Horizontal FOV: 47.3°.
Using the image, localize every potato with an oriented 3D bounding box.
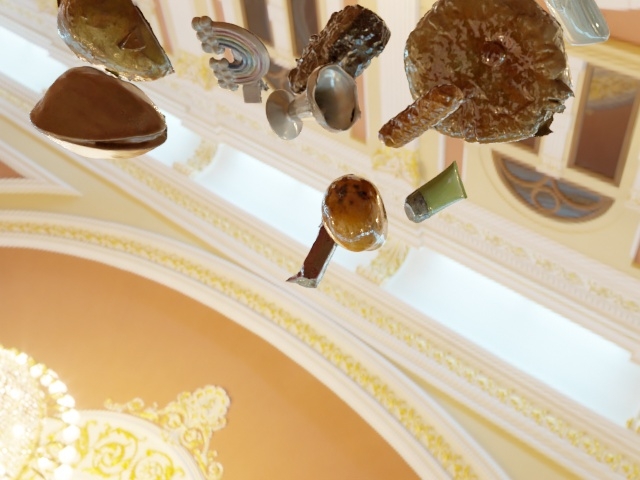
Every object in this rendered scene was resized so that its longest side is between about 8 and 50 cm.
[{"bbox_3d":[-0.505,-0.487,1.759,0.196,0.300,0.246,-34,-173,-4],"label":"potato"}]

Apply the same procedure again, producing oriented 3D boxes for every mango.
[{"bbox_3d":[0.055,-0.040,1.076,0.090,0.178,0.115,-16,-95,16],"label":"mango"}]

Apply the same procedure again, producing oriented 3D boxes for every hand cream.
[{"bbox_3d":[0.257,-0.101,1.631,0.175,0.095,0.046,-32,-161,-31],"label":"hand cream"}]

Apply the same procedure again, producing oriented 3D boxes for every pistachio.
[{"bbox_3d":[-0.394,-0.217,1.304,0.212,0.163,0.260,-28,-141,-28],"label":"pistachio"}]

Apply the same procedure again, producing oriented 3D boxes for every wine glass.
[{"bbox_3d":[-0.021,-0.323,1.753,0.196,0.165,0.165,-8,-146,46],"label":"wine glass"}]

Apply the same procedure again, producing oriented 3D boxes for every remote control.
[{"bbox_3d":[0.510,-0.524,1.547,0.103,0.293,0.051,10,-120,53],"label":"remote control"}]

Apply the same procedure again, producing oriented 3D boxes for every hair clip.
[{"bbox_3d":[-0.163,-0.367,1.481,0.140,0.220,0.054,6,-122,20],"label":"hair clip"}]

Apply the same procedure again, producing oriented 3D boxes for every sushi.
[{"bbox_3d":[0.055,-0.579,2.277,0.350,0.170,0.211,-42,-154,28],"label":"sushi"}]

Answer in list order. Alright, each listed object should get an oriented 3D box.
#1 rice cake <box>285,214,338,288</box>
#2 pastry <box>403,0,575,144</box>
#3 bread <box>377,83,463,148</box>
[{"bbox_3d":[0.003,-0.001,1.631,0.081,0.051,0.290,3,-139,22],"label":"rice cake"},{"bbox_3d":[0.312,-0.330,1.363,0.329,0.330,0.136,16,-147,21],"label":"pastry"},{"bbox_3d":[0.145,-0.181,1.071,0.052,0.157,0.044,-5,-106,-37],"label":"bread"}]
